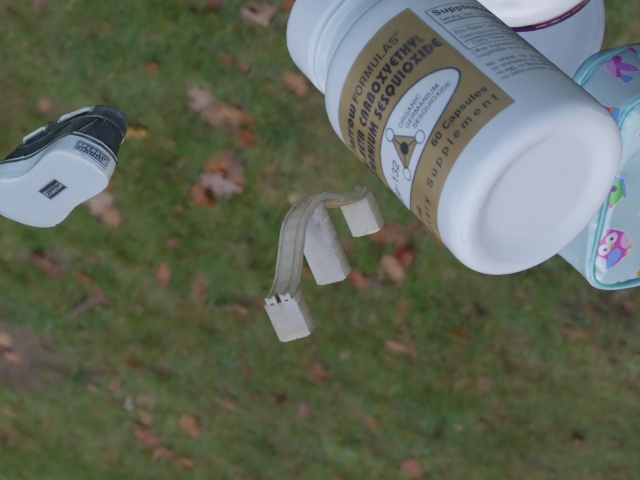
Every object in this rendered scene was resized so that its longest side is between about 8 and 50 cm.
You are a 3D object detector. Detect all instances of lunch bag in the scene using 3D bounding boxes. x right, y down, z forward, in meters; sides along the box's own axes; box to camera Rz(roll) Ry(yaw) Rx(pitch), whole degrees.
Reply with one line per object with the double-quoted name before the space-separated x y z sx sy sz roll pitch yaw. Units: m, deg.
"lunch bag" 0.333 -0.071 1.444 0.108 0.279 0.224 51 142 47

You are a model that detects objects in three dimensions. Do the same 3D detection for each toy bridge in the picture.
"toy bridge" 0.000 0.000 1.129 0.026 0.188 0.063 -15 110 26

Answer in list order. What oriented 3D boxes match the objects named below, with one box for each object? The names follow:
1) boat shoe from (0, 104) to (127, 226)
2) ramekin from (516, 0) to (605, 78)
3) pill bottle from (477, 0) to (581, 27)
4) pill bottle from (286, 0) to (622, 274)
"boat shoe" -0.241 -0.068 1.440 0.078 0.070 0.219 39 149 -25
"ramekin" 0.199 -0.264 1.901 0.273 0.273 0.127 26 175 -2
"pill bottle" 0.166 -0.270 1.339 0.181 0.181 0.323 20 -170 7
"pill bottle" 0.078 -0.093 1.033 0.229 0.131 0.131 48 163 39
